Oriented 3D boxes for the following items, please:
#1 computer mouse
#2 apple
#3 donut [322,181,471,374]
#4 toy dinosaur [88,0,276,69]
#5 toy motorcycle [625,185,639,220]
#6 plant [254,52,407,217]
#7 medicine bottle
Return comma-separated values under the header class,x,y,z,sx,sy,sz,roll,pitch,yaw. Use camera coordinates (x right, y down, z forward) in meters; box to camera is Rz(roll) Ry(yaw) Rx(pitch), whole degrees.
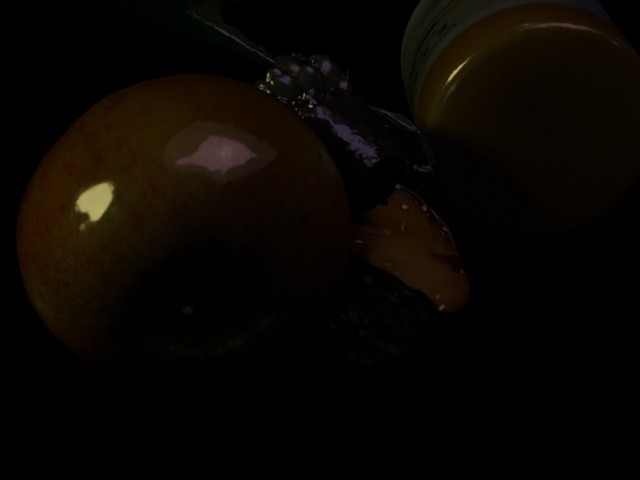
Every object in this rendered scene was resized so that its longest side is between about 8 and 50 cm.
class,x,y,z,sx,sy,sz,roll,pitch,yaw
computer mouse,0.011,-0.083,1.386,0.192,0.105,0.062,13,15,-9
apple,-0.095,-0.010,1.046,0.237,0.237,0.207,11,29,-24
donut,0.000,0.000,1.218,0.295,0.112,0.151,36,26,19
toy dinosaur,-0.231,-0.251,1.540,0.447,0.087,0.301,41,46,15
toy motorcycle,0.472,-0.081,1.700,0.270,0.159,0.106,2,41,-40
plant,-0.001,-0.084,1.156,0.092,0.094,0.143,-24,63,-38
medicine bottle,0.209,-0.154,1.528,0.238,0.238,0.232,17,26,-14
